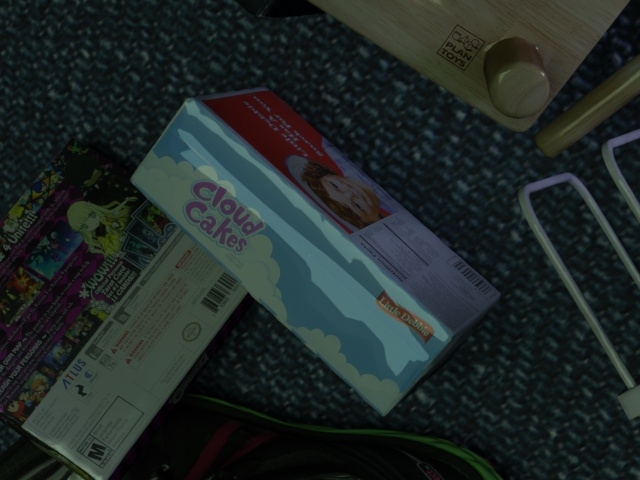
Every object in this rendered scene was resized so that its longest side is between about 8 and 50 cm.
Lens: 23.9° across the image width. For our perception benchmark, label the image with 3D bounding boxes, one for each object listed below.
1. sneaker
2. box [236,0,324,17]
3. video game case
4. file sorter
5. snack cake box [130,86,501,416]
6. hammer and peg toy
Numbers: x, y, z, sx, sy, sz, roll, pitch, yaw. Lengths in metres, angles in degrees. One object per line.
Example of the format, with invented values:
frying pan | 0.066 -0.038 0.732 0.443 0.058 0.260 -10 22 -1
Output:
sneaker | -0.086 0.228 1.209 0.482 0.202 0.185 -3 98 21
box | -0.066 -0.396 1.085 0.395 0.212 0.293 42 111 9
video game case | -0.189 0.056 1.234 0.210 0.042 0.232 31 70 13
file sorter | 0.304 -0.033 1.022 0.277 0.193 0.173 -32 84 23
snack cake box | 0.000 0.000 1.162 0.264 0.152 0.089 42 111 10
hammer and peg toy | 0.136 -0.193 0.917 0.361 0.127 0.266 32 112 -14
